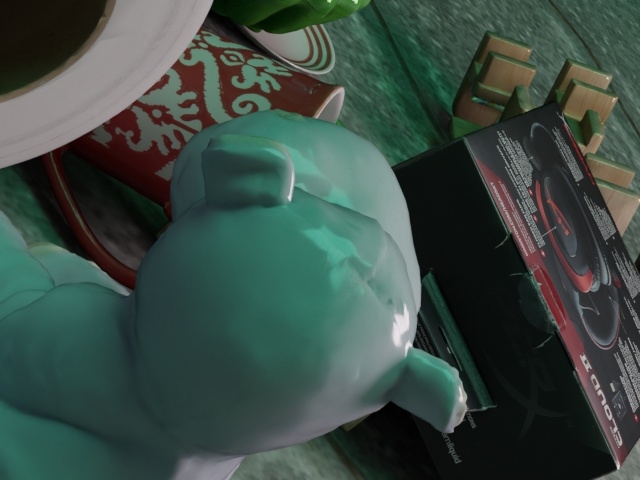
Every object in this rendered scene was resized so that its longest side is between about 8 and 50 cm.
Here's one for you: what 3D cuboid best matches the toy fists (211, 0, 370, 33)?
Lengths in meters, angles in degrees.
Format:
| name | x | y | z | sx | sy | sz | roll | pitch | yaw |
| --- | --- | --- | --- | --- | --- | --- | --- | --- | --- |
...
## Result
| name | x | y | z | sx | sy | sz | roll | pitch | yaw |
| --- | --- | --- | --- | --- | --- | --- | --- | --- | --- |
| toy fists | -0.074 | -0.222 | 1.341 | 0.279 | 0.096 | 0.142 | 9 | 60 | -45 |

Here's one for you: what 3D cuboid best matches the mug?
| name | x | y | z | sx | sy | sz | roll | pitch | yaw |
| --- | --- | --- | --- | --- | --- | --- | --- | --- | --- |
| mug | -0.093 | -0.064 | 1.060 | 0.169 | 0.113 | 0.150 | 29 | 45 | 6 |

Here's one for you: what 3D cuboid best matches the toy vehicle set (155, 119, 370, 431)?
| name | x | y | z | sx | sy | sz | roll | pitch | yaw |
| --- | --- | --- | --- | --- | --- | --- | --- | --- | --- |
| toy vehicle set | 0.000 | 0.000 | 1.241 | 0.166 | 0.035 | 0.267 | 46 | 24 | -6 |

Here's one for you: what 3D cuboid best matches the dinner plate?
| name | x | y | z | sx | sy | sz | roll | pitch | yaw |
| --- | --- | --- | --- | --- | --- | --- | --- | --- | --- |
| dinner plate | -0.045 | -0.177 | 1.460 | 0.141 | 0.017 | 0.141 | 39 | 25 | -22 |

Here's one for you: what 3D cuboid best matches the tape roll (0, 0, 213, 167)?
| name | x | y | z | sx | sy | sz | roll | pitch | yaw |
| --- | --- | --- | --- | --- | --- | --- | --- | --- | --- |
| tape roll | -0.188 | -0.168 | 0.921 | 0.246 | 0.246 | 0.169 | 18 | 39 | -49 |

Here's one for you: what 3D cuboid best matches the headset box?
| name | x | y | z | sx | sy | sz | roll | pitch | yaw |
| --- | --- | --- | --- | --- | --- | --- | --- | --- | --- |
| headset box | 0.120 | 0.039 | 1.215 | 0.218 | 0.110 | 0.293 | 65 | 21 | 0 |

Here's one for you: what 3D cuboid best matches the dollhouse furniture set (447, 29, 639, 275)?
| name | x | y | z | sx | sy | sz | roll | pitch | yaw |
| --- | --- | --- | --- | --- | --- | --- | --- | --- | --- |
| dollhouse furniture set | 0.211 | -0.026 | 1.574 | 0.242 | 0.161 | 0.212 | 18 | 31 | -11 |

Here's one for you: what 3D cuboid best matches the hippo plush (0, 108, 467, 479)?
| name | x | y | z | sx | sy | sz | roll | pitch | yaw |
| --- | --- | --- | --- | --- | --- | --- | --- | --- | --- |
| hippo plush | -0.084 | 0.034 | 0.795 | 0.234 | 0.236 | 0.294 | 43 | 24 | -11 |
